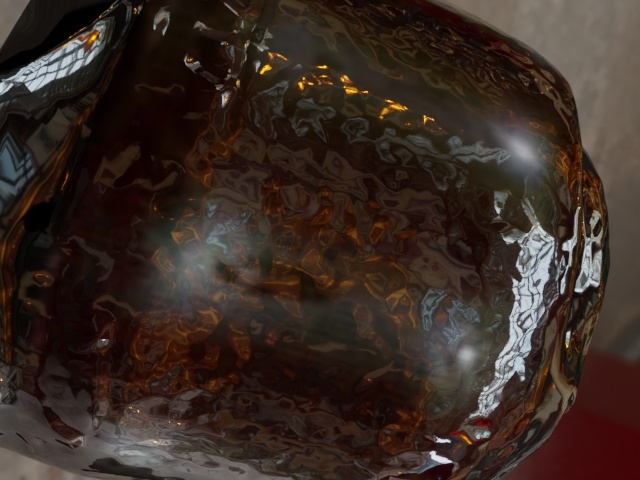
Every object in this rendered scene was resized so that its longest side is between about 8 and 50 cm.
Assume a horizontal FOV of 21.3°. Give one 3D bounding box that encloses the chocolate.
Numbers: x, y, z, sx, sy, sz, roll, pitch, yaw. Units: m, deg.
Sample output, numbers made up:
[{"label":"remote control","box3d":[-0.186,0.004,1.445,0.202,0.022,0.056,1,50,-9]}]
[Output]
[{"label":"chocolate","box3d":[0.000,0.000,0.989,0.383,0.331,0.383,17,90,-81]}]
